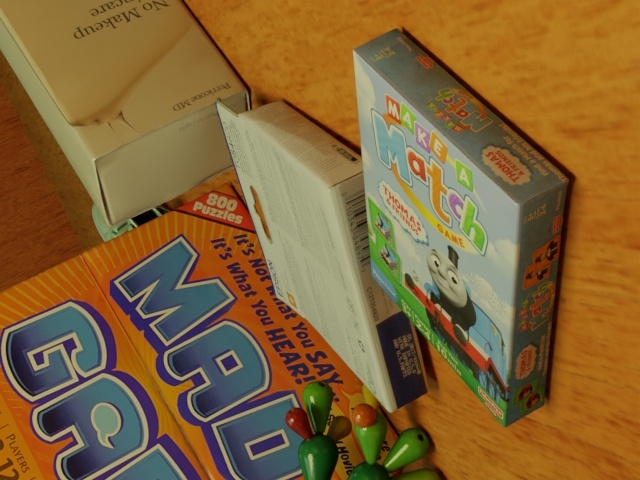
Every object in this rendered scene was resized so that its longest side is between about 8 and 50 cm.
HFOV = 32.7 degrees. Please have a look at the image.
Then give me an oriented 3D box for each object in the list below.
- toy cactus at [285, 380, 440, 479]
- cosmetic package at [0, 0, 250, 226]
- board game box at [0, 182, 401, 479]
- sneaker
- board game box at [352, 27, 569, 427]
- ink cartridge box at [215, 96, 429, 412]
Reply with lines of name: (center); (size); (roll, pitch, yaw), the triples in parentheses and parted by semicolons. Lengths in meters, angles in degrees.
toy cactus: (0.026, 0.233, 0.960); (0.219, 0.180, 0.112); (51, -178, 13)
cosmetic package: (-0.209, -0.183, 1.054); (0.309, 0.160, 0.113); (53, 160, 27)
board game box: (-0.165, 0.231, 1.209); (0.356, 0.356, 0.356); (55, 162, 23)
sneaker: (-0.239, -0.027, 1.482); (0.256, 0.094, 0.151); (38, 158, 33)
board game box: (0.083, -0.003, 0.678); (0.160, 0.039, 0.211); (50, 158, 38)
ink cartridge box: (0.000, 0.000, 0.911); (0.224, 0.045, 0.223); (41, 152, 52)
